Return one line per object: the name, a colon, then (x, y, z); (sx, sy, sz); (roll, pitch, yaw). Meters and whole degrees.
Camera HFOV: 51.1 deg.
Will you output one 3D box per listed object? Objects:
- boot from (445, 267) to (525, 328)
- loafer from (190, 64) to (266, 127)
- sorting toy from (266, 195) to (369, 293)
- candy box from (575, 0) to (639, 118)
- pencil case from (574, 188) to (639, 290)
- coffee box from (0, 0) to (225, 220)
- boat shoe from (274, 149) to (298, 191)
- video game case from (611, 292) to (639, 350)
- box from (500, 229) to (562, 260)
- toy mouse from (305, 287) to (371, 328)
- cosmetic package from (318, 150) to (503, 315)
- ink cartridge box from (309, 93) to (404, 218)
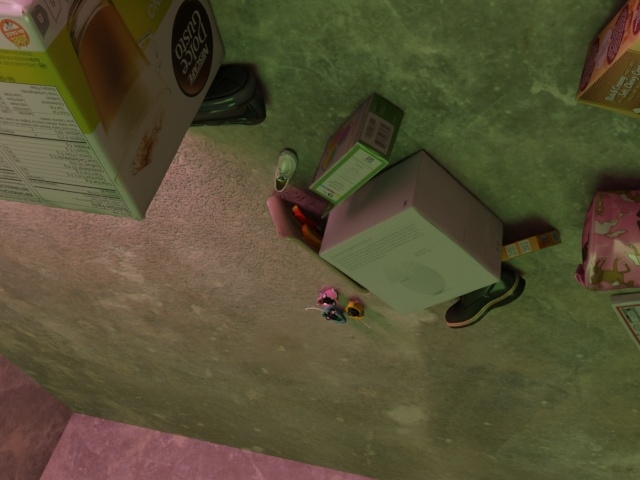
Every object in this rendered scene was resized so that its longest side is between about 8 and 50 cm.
boot: (0.287, 0.090, 1.334); (0.137, 0.077, 0.198); (35, 131, -15)
loafer: (-0.233, -0.216, 1.107); (0.303, 0.109, 0.095); (-1, 147, 22)
sorting toy: (0.000, 0.000, 1.266); (0.208, 0.193, 0.038); (34, 104, -25)
candy box: (0.417, -0.212, 0.694); (0.183, 0.087, 0.316); (17, 172, 3)
pencil case: (0.583, 0.011, 0.982); (0.386, 0.167, 0.160); (5, 169, 21)
coffee box: (-0.367, -0.270, 0.876); (0.338, 0.337, 0.334); (8, 146, 15)
boat shoe: (-0.067, -0.124, 1.218); (0.035, 0.035, 0.100); (21, 147, -3)
video game case: (0.717, 0.149, 1.237); (0.285, 0.025, 0.204); (-12, 136, 39)
box: (0.345, 0.017, 1.185); (0.081, 0.028, 0.136); (-11, 173, -44)
toy mouse: (0.031, 0.153, 1.578); (0.143, 0.031, 0.161); (-2, 141, 29)
cosmetic package: (0.160, -0.004, 1.175); (0.225, 0.138, 0.224); (36, 138, -27)
ink cartridge box: (0.043, -0.131, 1.085); (0.062, 0.109, 0.209); (30, 146, -15)
